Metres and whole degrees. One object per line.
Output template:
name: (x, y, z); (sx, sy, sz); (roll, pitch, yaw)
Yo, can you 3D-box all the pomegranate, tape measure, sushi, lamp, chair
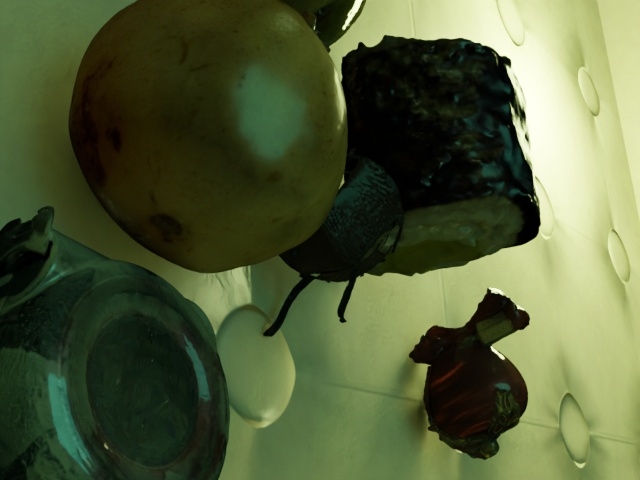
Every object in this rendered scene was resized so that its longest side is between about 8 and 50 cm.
pomegranate: (-0.104, -0.129, 0.967); (0.319, 0.319, 0.319); (28, 53, -46)
tape measure: (-0.204, 0.141, 0.830); (0.256, 0.147, 0.275); (35, 45, -45)
sushi: (0.168, -0.117, 1.326); (0.299, 0.281, 0.294); (1, 65, -10)
lamp: (0.239, 0.209, 1.377); (0.223, 0.215, 0.151); (62, 21, 3)
chair: (0.000, 0.000, 1.133); (0.174, 0.149, 0.213); (55, 54, -22)

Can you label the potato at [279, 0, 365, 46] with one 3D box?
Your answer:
potato: (-0.032, -0.364, 1.245); (0.202, 0.218, 0.351); (38, 21, 19)
